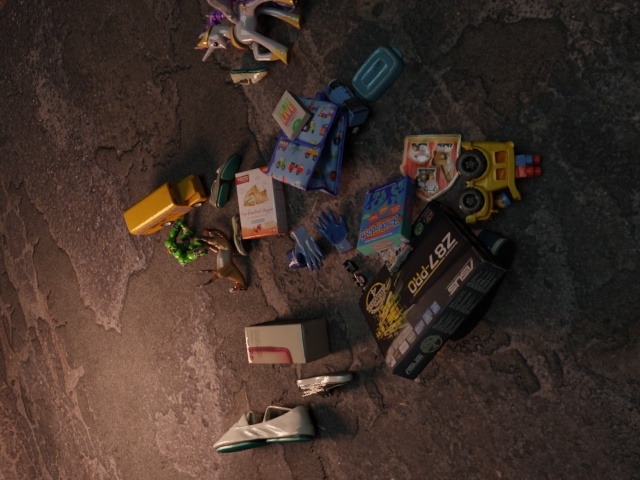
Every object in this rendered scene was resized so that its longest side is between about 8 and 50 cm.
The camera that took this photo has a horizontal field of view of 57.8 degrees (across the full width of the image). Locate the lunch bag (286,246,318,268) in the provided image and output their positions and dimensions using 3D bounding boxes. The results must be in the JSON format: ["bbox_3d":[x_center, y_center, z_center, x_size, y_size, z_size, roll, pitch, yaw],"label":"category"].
[{"bbox_3d":[-0.052,0.050,1.877,0.065,0.099,0.067,-25,79,49],"label":"lunch bag"}]

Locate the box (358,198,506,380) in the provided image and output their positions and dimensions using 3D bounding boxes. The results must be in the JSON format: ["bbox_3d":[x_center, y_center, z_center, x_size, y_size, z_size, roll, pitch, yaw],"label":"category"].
[{"bbox_3d":[0.280,0.129,1.576,0.394,0.097,0.318,-56,31,21],"label":"box"}]

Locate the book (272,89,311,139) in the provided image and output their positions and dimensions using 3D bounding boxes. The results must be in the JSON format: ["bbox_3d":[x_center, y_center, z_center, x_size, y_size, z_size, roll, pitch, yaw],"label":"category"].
[{"bbox_3d":[-0.091,-0.386,1.790,0.096,0.035,0.144,-53,46,21],"label":"book"}]

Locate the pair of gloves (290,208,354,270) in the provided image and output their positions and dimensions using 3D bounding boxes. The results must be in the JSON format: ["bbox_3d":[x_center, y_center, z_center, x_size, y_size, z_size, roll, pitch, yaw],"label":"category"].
[{"bbox_3d":[0.000,0.000,1.827,0.198,0.023,0.159,-29,81,-5],"label":"pair of gloves"}]

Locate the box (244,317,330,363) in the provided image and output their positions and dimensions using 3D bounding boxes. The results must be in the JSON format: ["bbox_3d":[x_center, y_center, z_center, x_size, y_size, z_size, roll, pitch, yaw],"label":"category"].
[{"bbox_3d":[-0.107,0.326,1.886,0.233,0.149,0.126,-8,87,33],"label":"box"}]

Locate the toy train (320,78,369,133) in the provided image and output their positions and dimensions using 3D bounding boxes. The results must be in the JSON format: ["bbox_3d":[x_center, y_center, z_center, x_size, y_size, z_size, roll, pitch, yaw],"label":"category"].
[{"bbox_3d":[0.070,-0.415,1.778,0.184,0.080,0.105,58,148,22],"label":"toy train"}]

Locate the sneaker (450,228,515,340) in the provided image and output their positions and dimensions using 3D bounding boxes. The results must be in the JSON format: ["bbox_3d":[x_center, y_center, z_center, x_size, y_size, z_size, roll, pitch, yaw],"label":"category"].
[{"bbox_3d":[0.407,0.117,1.589,0.131,0.112,0.318,37,106,44],"label":"sneaker"}]

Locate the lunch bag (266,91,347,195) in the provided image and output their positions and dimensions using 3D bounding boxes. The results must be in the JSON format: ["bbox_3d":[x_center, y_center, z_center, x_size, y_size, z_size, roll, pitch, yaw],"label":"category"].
[{"bbox_3d":[-0.025,-0.309,1.794,0.221,0.138,0.292,25,104,48],"label":"lunch bag"}]

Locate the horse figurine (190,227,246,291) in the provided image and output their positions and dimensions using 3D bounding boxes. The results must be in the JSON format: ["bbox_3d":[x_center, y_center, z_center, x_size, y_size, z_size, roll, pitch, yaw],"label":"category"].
[{"bbox_3d":[-0.367,0.064,2.073,0.175,0.066,0.263,-9,73,-2],"label":"horse figurine"}]

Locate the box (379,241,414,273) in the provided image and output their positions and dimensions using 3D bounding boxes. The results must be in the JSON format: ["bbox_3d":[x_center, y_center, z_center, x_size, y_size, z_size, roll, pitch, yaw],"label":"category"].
[{"bbox_3d":[0.210,0.019,1.657,0.093,0.027,0.137,-57,27,21],"label":"box"}]

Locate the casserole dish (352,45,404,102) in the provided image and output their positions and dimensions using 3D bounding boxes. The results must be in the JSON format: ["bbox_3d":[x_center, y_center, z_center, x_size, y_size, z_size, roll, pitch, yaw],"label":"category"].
[{"bbox_3d":[0.167,-0.506,1.755,0.188,0.037,0.114,-46,69,24],"label":"casserole dish"}]

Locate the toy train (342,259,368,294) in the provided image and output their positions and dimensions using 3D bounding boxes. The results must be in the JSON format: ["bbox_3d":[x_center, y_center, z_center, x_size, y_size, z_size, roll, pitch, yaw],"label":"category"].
[{"bbox_3d":[0.124,0.124,1.806,0.036,0.027,0.158,-40,70,16],"label":"toy train"}]

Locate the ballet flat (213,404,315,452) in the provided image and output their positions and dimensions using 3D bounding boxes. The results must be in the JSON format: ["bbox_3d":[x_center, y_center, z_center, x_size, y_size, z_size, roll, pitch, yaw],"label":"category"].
[{"bbox_3d":[-0.192,0.637,1.977,0.401,0.139,0.139,-19,81,28],"label":"ballet flat"}]

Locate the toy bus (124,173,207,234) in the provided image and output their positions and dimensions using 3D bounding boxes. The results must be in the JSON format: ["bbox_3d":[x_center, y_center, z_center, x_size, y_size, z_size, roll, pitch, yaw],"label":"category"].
[{"bbox_3d":[-0.584,-0.136,2.192,0.333,0.130,0.108,-27,77,31],"label":"toy bus"}]

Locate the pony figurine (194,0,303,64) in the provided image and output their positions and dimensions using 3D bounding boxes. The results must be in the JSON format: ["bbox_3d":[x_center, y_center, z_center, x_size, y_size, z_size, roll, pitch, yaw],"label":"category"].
[{"bbox_3d":[-0.246,-0.755,1.904,0.364,0.303,0.350,12,107,17],"label":"pony figurine"}]

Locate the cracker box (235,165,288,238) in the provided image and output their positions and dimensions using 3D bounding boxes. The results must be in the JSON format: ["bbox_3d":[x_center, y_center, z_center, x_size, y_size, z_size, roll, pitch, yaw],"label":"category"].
[{"bbox_3d":[-0.201,-0.129,1.983,0.156,0.067,0.232,-9,86,32],"label":"cracker box"}]

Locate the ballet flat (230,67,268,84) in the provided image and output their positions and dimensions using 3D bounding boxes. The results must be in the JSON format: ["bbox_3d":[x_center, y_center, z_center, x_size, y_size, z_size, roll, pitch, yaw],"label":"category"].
[{"bbox_3d":[-0.241,-0.570,2.016,0.168,0.057,0.052,10,124,36],"label":"ballet flat"}]

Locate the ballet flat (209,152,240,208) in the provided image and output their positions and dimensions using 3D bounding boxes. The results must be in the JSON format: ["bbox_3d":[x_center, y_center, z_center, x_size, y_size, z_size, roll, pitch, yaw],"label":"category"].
[{"bbox_3d":[-0.352,-0.219,2.077,0.068,0.072,0.213,29,107,33],"label":"ballet flat"}]

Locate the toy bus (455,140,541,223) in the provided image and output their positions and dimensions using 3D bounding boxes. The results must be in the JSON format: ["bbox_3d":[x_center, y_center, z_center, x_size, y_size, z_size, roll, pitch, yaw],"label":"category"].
[{"bbox_3d":[0.468,-0.156,1.522,0.212,0.149,0.220,-2,93,17],"label":"toy bus"}]

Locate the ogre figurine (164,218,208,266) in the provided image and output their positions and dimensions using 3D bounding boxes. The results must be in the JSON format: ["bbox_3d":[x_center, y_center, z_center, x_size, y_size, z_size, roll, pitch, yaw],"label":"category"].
[{"bbox_3d":[-0.511,0.017,2.176,0.197,0.097,0.118,43,95,8],"label":"ogre figurine"}]

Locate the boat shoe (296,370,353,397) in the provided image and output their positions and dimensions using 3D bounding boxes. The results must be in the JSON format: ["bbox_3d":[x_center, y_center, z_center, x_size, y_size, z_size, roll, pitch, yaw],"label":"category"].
[{"bbox_3d":[0.019,0.464,1.856,0.220,0.078,0.070,-20,80,40],"label":"boat shoe"}]

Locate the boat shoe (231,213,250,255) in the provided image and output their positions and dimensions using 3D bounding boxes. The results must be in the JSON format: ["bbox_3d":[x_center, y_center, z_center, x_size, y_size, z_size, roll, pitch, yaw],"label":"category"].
[{"bbox_3d":[-0.273,-0.024,2.039,0.049,0.056,0.152,-23,79,36],"label":"boat shoe"}]

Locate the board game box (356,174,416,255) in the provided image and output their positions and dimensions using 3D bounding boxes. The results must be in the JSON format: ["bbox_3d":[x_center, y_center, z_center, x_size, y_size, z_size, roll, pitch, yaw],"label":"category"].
[{"bbox_3d":[0.191,-0.072,1.669,0.160,0.047,0.210,-20,47,39],"label":"board game box"}]

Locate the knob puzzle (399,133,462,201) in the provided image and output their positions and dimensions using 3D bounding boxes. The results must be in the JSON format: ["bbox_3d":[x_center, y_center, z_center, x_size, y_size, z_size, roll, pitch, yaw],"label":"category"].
[{"bbox_3d":[0.314,-0.209,1.672,0.213,0.030,0.212,1,92,32],"label":"knob puzzle"}]
